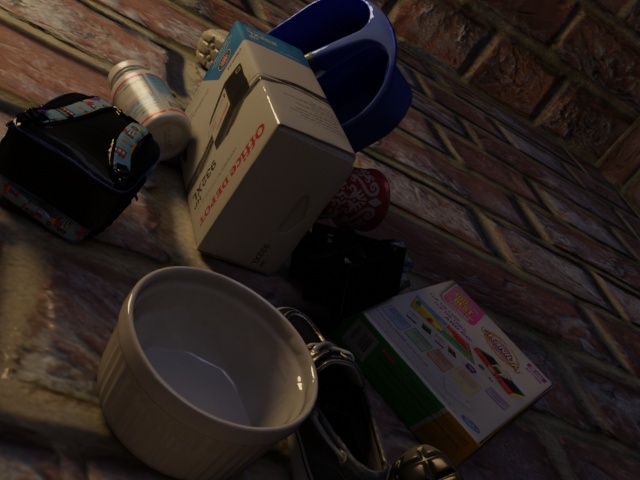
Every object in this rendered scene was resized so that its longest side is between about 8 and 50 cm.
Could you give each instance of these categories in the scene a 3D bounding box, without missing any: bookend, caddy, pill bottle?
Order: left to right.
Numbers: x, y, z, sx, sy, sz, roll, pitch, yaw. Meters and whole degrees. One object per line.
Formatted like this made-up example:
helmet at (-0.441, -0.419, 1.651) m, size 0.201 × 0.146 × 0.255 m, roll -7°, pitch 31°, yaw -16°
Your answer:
pill bottle at (-0.263, -0.201, 1.111) m, size 0.087 × 0.087 × 0.160 m, roll 7°, pitch 39°, yaw -47°
caddy at (-0.011, -0.264, 1.258) m, size 0.179 × 0.341 × 0.241 m, roll 19°, pitch 47°, yaw -59°
bookend at (0.013, 0.035, 1.013) m, size 0.157 × 0.072 × 0.156 m, roll 17°, pitch 16°, yaw 29°

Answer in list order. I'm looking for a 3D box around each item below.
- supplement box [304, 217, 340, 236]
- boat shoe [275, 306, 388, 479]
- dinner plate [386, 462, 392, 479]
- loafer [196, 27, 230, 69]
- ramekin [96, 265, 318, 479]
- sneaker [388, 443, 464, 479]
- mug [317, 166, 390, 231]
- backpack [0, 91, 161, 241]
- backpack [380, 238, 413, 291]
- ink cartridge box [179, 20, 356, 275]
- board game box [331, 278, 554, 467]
supplement box at (0.000, 0.000, 1.161) m, size 0.055 × 0.043 × 0.083 m, roll 47°, pitch 28°, yaw 19°
boat shoe at (0.002, 0.162, 0.814) m, size 0.108 × 0.102 × 0.301 m, roll 16°, pitch 29°, yaw -24°
dinner plate at (0.067, 0.285, 0.806) m, size 0.141 × 0.017 × 0.141 m, roll 31°, pitch 26°, yaw -17°
loafer at (-0.110, -0.324, 1.483) m, size 0.319 × 0.112 × 0.111 m, roll 43°, pitch 35°, yaw 12°
ramekin at (-0.116, 0.134, 0.717) m, size 0.207 × 0.109 × 0.207 m, roll 30°, pitch 26°, yaw -16°
sneaker at (0.138, 0.338, 0.736) m, size 0.106 × 0.101 × 0.267 m, roll 47°, pitch 20°, yaw -47°
mug at (0.009, -0.076, 1.264) m, size 0.169 × 0.150 × 0.113 m, roll 7°, pitch 75°, yaw -40°
backpack at (-0.282, -0.099, 0.883) m, size 0.158 × 0.117 × 0.173 m, roll 33°, pitch 26°, yaw -8°
backpack at (0.088, 0.049, 1.130) m, size 0.114 × 0.105 × 0.084 m, roll -12°, pitch 77°, yaw -60°
ink cartridge box at (-0.096, -0.140, 1.064) m, size 0.129 × 0.223 × 0.307 m, roll 20°, pitch 31°, yaw -32°
board game box at (0.192, 0.180, 1.082) m, size 0.242 × 0.064 × 0.316 m, roll 48°, pitch 28°, yaw 22°
